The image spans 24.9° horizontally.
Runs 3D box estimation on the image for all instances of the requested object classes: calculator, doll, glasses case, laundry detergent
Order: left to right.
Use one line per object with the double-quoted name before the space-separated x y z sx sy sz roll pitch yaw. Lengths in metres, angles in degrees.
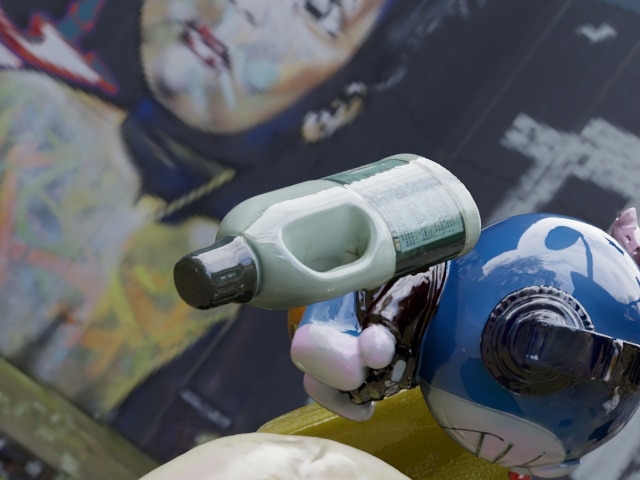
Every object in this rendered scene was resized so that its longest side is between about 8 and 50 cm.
"laundry detergent" 0.000 0.000 0.956 0.225 0.070 0.099 -18 47 -42
"glasses case" 0.087 0.254 1.691 0.141 0.371 0.173 -54 122 -76
"doll" 0.150 0.084 1.289 0.310 0.240 0.284 16 -2 9
"calculator" 0.483 0.110 2.295 0.043 0.294 0.194 -1 25 -2

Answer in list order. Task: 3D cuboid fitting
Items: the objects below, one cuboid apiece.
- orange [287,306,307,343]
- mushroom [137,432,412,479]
"orange" 0.020 0.120 1.937 0.117 0.136 0.135 -7 12 -23
"mushroom" -0.030 0.336 1.059 0.353 0.325 0.353 43 17 -17
